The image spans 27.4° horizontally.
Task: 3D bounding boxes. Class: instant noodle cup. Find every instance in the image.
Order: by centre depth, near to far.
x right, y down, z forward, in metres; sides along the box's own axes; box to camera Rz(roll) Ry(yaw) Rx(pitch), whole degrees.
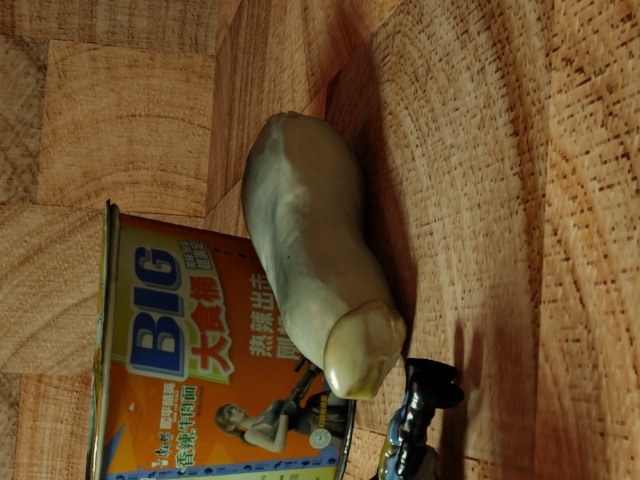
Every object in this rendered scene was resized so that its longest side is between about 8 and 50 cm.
[{"bbox_3d":[-0.093,0.115,1.160,0.296,0.214,0.296,-176,90,-80],"label":"instant noodle cup"}]

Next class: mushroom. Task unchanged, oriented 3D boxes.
[{"bbox_3d":[-0.001,0.002,1.043,0.109,0.097,0.351,-56,29,26],"label":"mushroom"}]

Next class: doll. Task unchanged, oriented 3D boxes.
[{"bbox_3d":[0.043,0.169,0.789,0.096,0.070,0.195,-52,-25,-80],"label":"doll"}]
